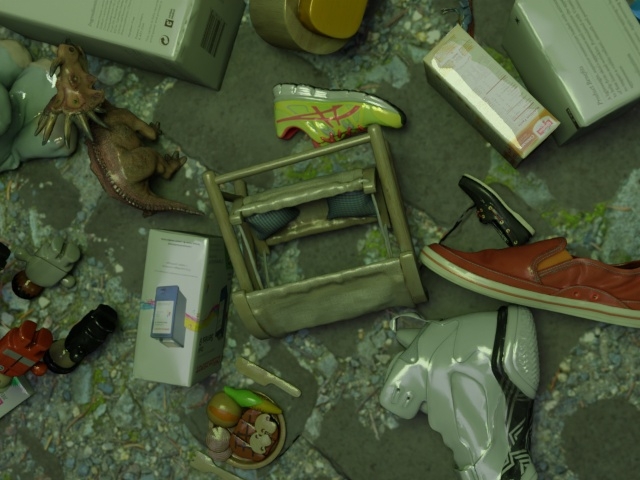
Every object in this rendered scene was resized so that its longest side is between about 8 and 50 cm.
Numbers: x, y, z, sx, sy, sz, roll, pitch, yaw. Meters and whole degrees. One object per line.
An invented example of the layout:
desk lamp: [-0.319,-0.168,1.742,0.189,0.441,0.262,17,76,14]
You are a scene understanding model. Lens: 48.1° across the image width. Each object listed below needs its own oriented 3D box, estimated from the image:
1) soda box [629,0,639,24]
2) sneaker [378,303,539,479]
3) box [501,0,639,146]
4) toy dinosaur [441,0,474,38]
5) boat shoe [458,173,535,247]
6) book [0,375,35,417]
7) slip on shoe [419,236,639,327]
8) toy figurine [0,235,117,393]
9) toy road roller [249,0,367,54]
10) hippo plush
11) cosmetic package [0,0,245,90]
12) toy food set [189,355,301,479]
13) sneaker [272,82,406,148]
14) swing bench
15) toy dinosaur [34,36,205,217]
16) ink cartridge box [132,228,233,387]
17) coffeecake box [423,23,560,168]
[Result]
soda box: [0.506,-0.363,0.971,0.067,0.071,0.210,42,97,8]
sneaker: [0.190,0.269,0.996,0.210,0.137,0.366,1,85,11]
box: [0.339,-0.239,0.946,0.119,0.182,0.181,-28,85,7]
toy dinosaur: [0.210,-0.334,1.055,0.090,0.047,0.082,29,85,-23]
boat shoe: [0.246,-0.042,1.028,0.042,0.049,0.133,-45,86,-1]
book: [-0.556,0.256,1.189,0.144,0.035,0.096,-36,87,7]
slip on shoe: [0.300,0.041,0.982,0.331,0.123,0.101,11,94,5]
toy figurine: [-0.443,0.109,1.080,0.148,0.213,0.210,-38,79,25]
toy road roller: [-0.053,-0.430,0.944,0.240,0.202,0.330,8,103,-30]
hippo plush: [-0.546,-0.200,1.084,0.294,0.236,0.234,-27,85,9]
cosmetic package: [-0.324,-0.356,1.067,0.365,0.197,0.155,18,93,9]
toy food set: [-0.119,0.289,1.099,0.132,0.038,0.192,25,94,10]
sneaker: [0.025,-0.174,1.061,0.208,0.081,0.094,10,93,21]
swing bench: [0.000,0.000,1.017,0.253,0.165,0.255,-15,87,10]
toy dinosaur: [-0.305,-0.129,1.057,0.127,0.200,0.296,-37,84,8]
ink cartridge box: [-0.196,0.095,1.057,0.093,0.154,0.213,9,90,9]
coffeecake box: [0.231,-0.191,0.985,0.068,0.142,0.185,-44,83,8]
